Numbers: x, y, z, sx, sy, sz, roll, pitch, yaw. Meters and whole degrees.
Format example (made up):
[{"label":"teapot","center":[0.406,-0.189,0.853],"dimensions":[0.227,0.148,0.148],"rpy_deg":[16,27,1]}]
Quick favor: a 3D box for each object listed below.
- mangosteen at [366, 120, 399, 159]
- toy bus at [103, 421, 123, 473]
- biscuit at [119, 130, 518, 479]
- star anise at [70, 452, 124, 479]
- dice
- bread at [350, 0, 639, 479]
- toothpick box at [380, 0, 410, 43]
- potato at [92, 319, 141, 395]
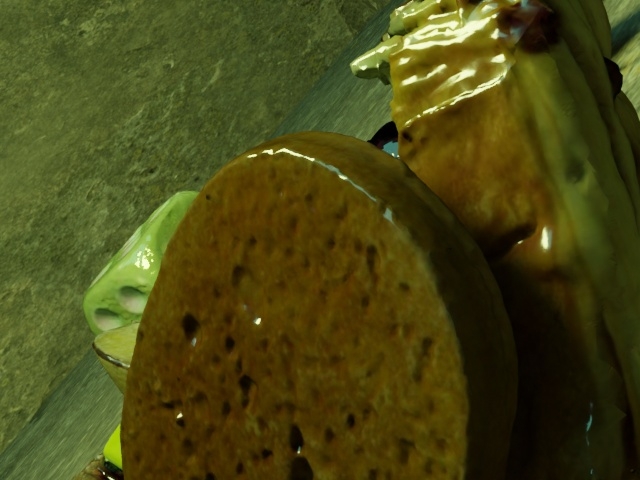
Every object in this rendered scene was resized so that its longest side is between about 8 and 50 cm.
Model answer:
[{"label":"mangosteen","center":[0.125,-0.041,1.106],"dimensions":[0.194,0.194,0.230],"rpy_deg":[-37,43,37]},{"label":"toy bus","center":[-0.105,0.228,0.972],"dimensions":[0.128,0.150,0.262],"rpy_deg":[-52,28,-20]},{"label":"biscuit","center":[-0.005,0.138,0.637],"dimensions":[0.070,0.350,0.394],"rpy_deg":[-8,-43,-44]},{"label":"star anise","center":[-0.272,0.339,1.266],"dimensions":[0.332,0.117,0.332],"rpy_deg":[-36,-3,-2]},{"label":"dice","center":[-0.238,0.087,1.679],"dimensions":[0.254,0.252,0.249],"rpy_deg":[-38,14,41]},{"label":"bread","center":[0.116,0.022,0.680],"dimensions":[0.192,0.370,0.314],"rpy_deg":[-8,-11,-39]},{"label":"toothpick box","center":[0.286,-0.373,1.584],"dimensions":[0.308,0.190,0.187],"rpy_deg":[-32,17,36]},{"label":"potato","center":[-0.150,0.174,1.221],"dimensions":[0.239,0.299,0.116],"rpy_deg":[22,105,39]}]
